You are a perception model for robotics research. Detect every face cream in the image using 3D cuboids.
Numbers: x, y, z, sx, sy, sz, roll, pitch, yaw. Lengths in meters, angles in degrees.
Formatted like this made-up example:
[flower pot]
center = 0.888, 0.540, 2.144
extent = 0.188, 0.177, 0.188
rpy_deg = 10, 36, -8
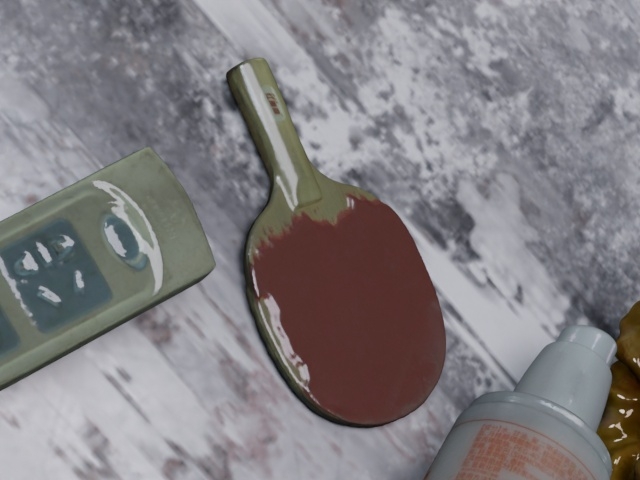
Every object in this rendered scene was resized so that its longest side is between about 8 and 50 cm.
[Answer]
[face cream]
center = 0.114, 0.142, 0.862
extent = 0.101, 0.101, 0.251
rpy_deg = 42, 53, -12

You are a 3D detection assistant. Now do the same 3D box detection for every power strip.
[power strip]
center = -0.171, 0.037, 0.753
extent = 0.286, 0.048, 0.080
rpy_deg = -30, 88, -37

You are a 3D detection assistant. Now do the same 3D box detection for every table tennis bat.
[table tennis bat]
center = 0.000, 0.000, 0.898
extent = 0.131, 0.022, 0.234
rpy_deg = -21, 85, -37

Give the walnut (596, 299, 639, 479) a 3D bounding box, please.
[walnut]
center = 0.283, 0.150, 0.918
extent = 0.244, 0.221, 0.269
rpy_deg = 3, 75, 1
